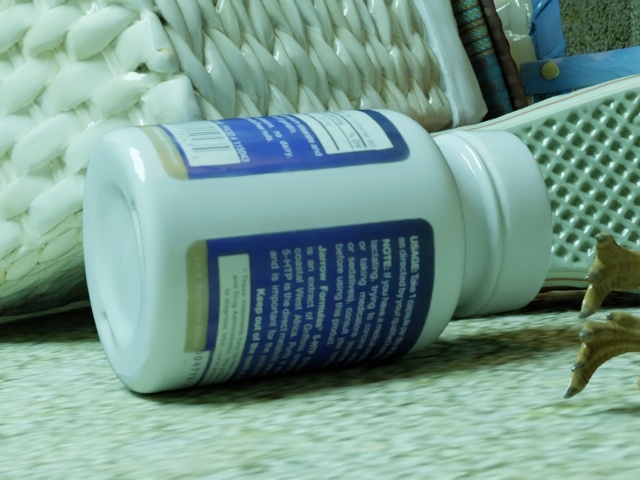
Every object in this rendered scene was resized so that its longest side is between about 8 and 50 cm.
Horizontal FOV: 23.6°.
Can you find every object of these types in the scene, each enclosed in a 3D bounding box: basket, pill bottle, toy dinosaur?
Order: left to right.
[{"bbox_3d":[-0.141,-0.145,0.927,0.331,0.328,0.266,-26,-8,38],"label":"basket"},{"bbox_3d":[0.000,0.000,0.666,0.186,0.112,0.112,-6,4,-23],"label":"pill bottle"},{"bbox_3d":[0.190,-0.100,1.168,0.289,0.201,0.255,-11,-10,12],"label":"basket"},{"bbox_3d":[0.143,0.034,0.501,0.112,0.064,0.211,15,19,16],"label":"toy dinosaur"}]

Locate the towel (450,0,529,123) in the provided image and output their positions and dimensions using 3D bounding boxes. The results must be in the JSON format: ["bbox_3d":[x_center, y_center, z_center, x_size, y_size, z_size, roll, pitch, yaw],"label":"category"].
[{"bbox_3d":[-0.002,-0.126,1.086,0.040,0.271,0.370,-23,5,-35],"label":"towel"}]

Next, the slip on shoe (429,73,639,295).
[{"bbox_3d":[0.145,-0.021,0.825,0.331,0.123,0.101,-9,-1,10],"label":"slip on shoe"}]
